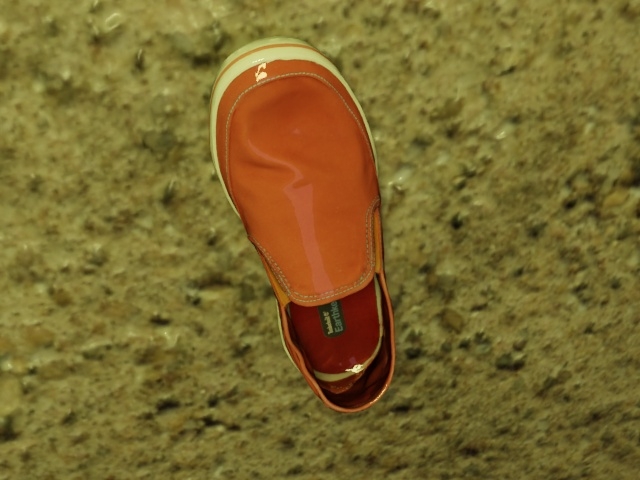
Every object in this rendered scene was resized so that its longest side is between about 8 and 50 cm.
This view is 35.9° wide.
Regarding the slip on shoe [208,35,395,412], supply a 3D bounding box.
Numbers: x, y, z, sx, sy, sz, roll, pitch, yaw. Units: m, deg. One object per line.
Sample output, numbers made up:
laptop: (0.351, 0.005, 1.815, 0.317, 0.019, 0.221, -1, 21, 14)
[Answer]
slip on shoe: (0.000, 0.000, 0.754, 0.123, 0.101, 0.331, -17, 125, -7)
